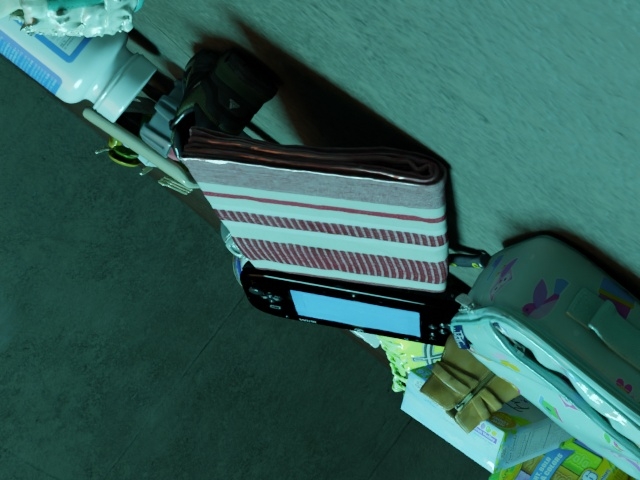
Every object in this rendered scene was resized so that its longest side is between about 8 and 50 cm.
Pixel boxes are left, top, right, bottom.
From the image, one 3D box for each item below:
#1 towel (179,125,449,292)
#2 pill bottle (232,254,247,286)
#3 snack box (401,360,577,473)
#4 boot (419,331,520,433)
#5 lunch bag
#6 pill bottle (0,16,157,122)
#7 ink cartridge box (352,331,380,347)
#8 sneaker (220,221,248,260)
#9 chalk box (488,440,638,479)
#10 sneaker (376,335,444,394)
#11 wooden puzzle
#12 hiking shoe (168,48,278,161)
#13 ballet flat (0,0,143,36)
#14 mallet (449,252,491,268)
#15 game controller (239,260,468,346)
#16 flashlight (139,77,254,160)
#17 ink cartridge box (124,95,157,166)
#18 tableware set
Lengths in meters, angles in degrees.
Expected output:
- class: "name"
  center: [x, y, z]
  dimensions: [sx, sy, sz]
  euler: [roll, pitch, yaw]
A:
- class: "towel"
  center: [0.012, -0.021, 1.037]
  dimensions: [0.237, 0.037, 0.329]
  euler: [8, 162, 11]
- class: "pill bottle"
  center: [-0.083, 0.044, 1.966]
  dimensions: [0.152, 0.152, 0.272]
  euler: [38, 173, -7]
- class: "snack box"
  center: [0.245, 0.222, 1.400]
  dimensions: [0.207, 0.070, 0.174]
  euler: [-10, -151, -40]
- class: "boot"
  center: [0.229, 0.181, 1.273]
  dimensions: [0.197, 0.152, 0.073]
  euler: [38, 173, -8]
- class: "lunch bag"
  center: [0.248, 0.115, 0.906]
  dimensions: [0.279, 0.108, 0.224]
  euler: [37, 174, -1]
- class: "pill bottle"
  center: [-0.319, -0.249, 1.272]
  dimensions: [0.221, 0.124, 0.124]
  euler: [39, 173, -12]
- class: "ink cartridge box"
  center: [0.063, 0.102, 1.817]
  dimensions: [0.181, 0.104, 0.061]
  euler: [37, 174, -8]
- class: "sneaker"
  center: [0.000, 0.000, 1.490]
  dimensions: [0.297, 0.111, 0.129]
  euler: [27, -158, -14]
- class: "chalk box"
  center: [0.414, 0.391, 1.668]
  dimensions: [0.180, 0.179, 0.289]
  euler: [40, 173, -23]
- class: "sneaker"
  center: [0.173, 0.195, 1.712]
  dimensions: [0.385, 0.147, 0.145]
  euler: [42, 173, -33]
- class: "wooden puzzle"
  center: [-0.192, -0.139, 1.488]
  dimensions: [0.221, 0.044, 0.239]
  euler: [33, -163, 29]
- class: "hiking shoe"
  center: [-0.125, -0.136, 1.080]
  dimensions: [0.086, 0.114, 0.227]
  euler: [40, 172, -14]
- class: "ballet flat"
  center: [-0.327, -0.280, 1.014]
  dimensions: [0.409, 0.147, 0.147]
  euler: [25, 167, 46]
- class: "mallet"
  center: [0.148, 0.027, 1.160]
  dimensions: [0.062, 0.039, 0.190]
  euler: [41, 169, -22]
- class: "game controller"
  center: [0.051, 0.088, 1.391]
  dimensions: [0.319, 0.067, 0.166]
  euler: [10, 149, 10]
- class: "flashlight"
  center: [-0.086, -0.084, 1.333]
  dimensions: [0.304, 0.103, 0.103]
  euler: [36, -160, -5]
- class: "ink cartridge box"
  center: [-0.274, -0.175, 1.628]
  dimensions: [0.179, 0.045, 0.145]
  euler: [37, -161, 28]
- class: "tableware set"
  center: [-0.237, -0.115, 1.464]
  dimensions: [0.154, 0.024, 0.104]
  euler: [25, -161, 4]
